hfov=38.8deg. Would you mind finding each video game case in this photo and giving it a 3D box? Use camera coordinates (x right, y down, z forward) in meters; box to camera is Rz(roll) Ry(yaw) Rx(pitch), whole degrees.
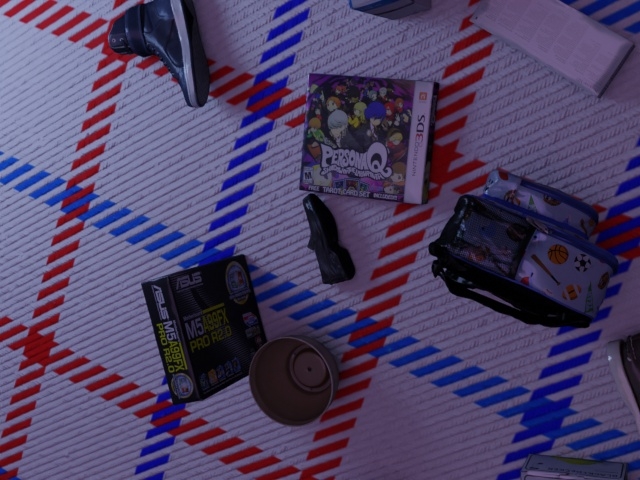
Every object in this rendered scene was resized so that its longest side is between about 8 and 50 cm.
[{"bbox_3d":[0.081,-0.178,1.579,0.232,0.042,0.210,9,99,21],"label":"video game case"}]

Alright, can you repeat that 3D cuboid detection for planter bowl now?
[{"bbox_3d":[-0.033,0.242,1.642,0.162,0.109,0.162,3,99,22],"label":"planter bowl"}]

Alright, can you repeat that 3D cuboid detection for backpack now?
[{"bbox_3d":[0.322,0.024,1.407,0.263,0.276,0.213,31,94,12],"label":"backpack"}]

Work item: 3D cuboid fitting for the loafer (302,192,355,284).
[{"bbox_3d":[0.000,0.000,1.626,0.061,0.062,0.170,-23,87,28],"label":"loafer"}]

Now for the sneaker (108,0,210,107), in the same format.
[{"bbox_3d":[-0.299,-0.336,1.680,0.163,0.086,0.226,-14,82,12],"label":"sneaker"}]

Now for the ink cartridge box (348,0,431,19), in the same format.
[{"bbox_3d":[0.102,-0.438,1.457,0.082,0.190,0.139,-13,91,24],"label":"ink cartridge box"}]

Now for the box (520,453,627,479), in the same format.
[{"bbox_3d":[0.422,0.510,1.503,0.169,0.087,0.290,-1,97,22],"label":"box"}]

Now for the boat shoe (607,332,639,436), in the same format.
[{"bbox_3d":[0.550,0.298,1.413,0.097,0.116,0.324,-23,82,26],"label":"boat shoe"}]

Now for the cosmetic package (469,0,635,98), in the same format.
[{"bbox_3d":[0.364,-0.327,1.435,0.239,0.060,0.099,36,106,14],"label":"cosmetic package"}]

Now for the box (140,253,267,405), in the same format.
[{"bbox_3d":[-0.194,0.149,1.608,0.060,0.270,0.216,-13,91,24],"label":"box"}]
